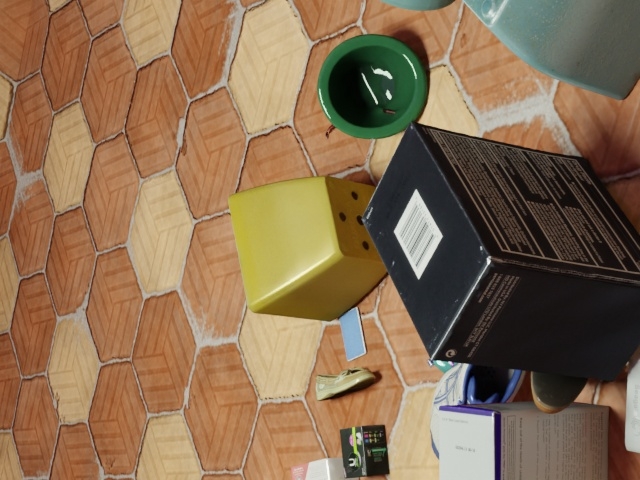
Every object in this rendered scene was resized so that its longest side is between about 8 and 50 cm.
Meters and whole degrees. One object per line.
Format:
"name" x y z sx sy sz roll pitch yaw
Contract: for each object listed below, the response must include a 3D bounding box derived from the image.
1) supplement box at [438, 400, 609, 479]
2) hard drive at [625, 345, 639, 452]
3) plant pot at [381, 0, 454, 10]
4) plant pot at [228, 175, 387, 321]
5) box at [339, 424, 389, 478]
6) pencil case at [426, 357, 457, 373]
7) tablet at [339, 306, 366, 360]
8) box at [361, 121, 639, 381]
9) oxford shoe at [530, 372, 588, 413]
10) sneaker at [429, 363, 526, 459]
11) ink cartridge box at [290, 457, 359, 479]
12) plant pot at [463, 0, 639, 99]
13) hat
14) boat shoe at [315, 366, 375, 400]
"supplement box" 0.277 0.276 1.833 0.111 0.220 0.113 -2 88 54
"hard drive" 0.511 0.182 1.672 0.308 0.040 0.203 2 90 53
"plant pot" 0.159 -0.496 2.034 0.271 0.272 0.255 60 148 37
"plant pot" 0.000 0.000 2.263 0.187 0.212 0.212 -26 67 36
"box" 0.073 0.351 2.251 0.062 0.052 0.083 -20 73 51
"pencil case" 0.225 0.141 2.045 0.070 0.064 0.151 54 130 23
"tablet" 0.056 0.161 2.326 0.054 0.006 0.083 -31 64 49
"box" 0.254 0.018 1.784 0.182 0.294 0.296 -64 31 31
"oxford shoe" 0.320 0.181 1.840 0.076 0.212 0.076 23 121 6
"sneaker" 0.222 0.224 1.959 0.112 0.131 0.296 25 119 9
"ink cartridge box" 0.016 0.476 2.309 0.115 0.067 0.198 -24 67 51
"plant pot" 0.312 -0.365 1.801 0.248 0.252 0.247 56 130 39
"hat" 0.090 -0.258 2.293 0.209 0.183 0.172 0 95 13
"boat shoe" 0.038 0.237 2.306 0.153 0.056 0.048 -31 67 57
